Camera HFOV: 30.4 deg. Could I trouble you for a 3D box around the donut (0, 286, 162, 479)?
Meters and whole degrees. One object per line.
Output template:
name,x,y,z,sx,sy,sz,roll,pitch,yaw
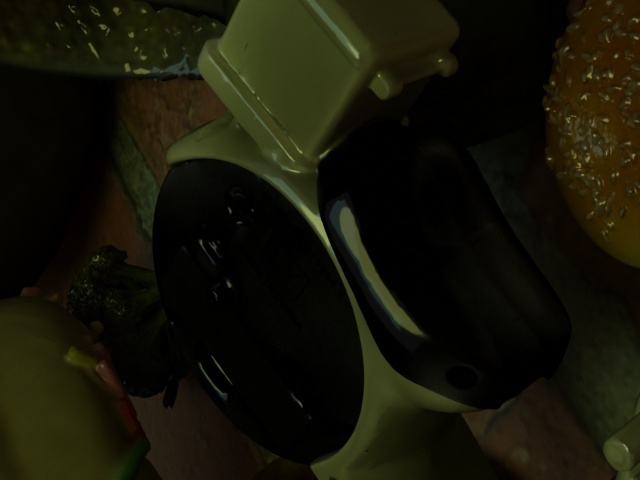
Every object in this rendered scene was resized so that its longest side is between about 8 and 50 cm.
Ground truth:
donut,-0.182,0.220,0.881,0.307,0.150,0.371,-131,23,-56

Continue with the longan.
longan,-0.407,-0.115,1.101,0.404,0.404,0.436,23,100,51

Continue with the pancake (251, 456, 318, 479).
pancake,0.051,0.272,0.746,0.427,0.067,0.305,37,120,45

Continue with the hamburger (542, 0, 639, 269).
hamburger,0.187,-0.071,0.512,0.210,0.116,0.173,-10,66,53

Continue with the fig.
fig,0.051,-0.188,0.680,0.206,0.206,0.275,-27,54,50

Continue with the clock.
clock,0.066,0.068,0.524,0.379,0.120,0.276,48,138,17

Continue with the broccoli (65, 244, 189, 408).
broccoli,-0.156,0.067,0.993,0.120,0.130,0.131,-32,21,3

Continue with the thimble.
thimble,-0.160,-0.213,0.877,0.271,0.271,0.150,-2,85,53
